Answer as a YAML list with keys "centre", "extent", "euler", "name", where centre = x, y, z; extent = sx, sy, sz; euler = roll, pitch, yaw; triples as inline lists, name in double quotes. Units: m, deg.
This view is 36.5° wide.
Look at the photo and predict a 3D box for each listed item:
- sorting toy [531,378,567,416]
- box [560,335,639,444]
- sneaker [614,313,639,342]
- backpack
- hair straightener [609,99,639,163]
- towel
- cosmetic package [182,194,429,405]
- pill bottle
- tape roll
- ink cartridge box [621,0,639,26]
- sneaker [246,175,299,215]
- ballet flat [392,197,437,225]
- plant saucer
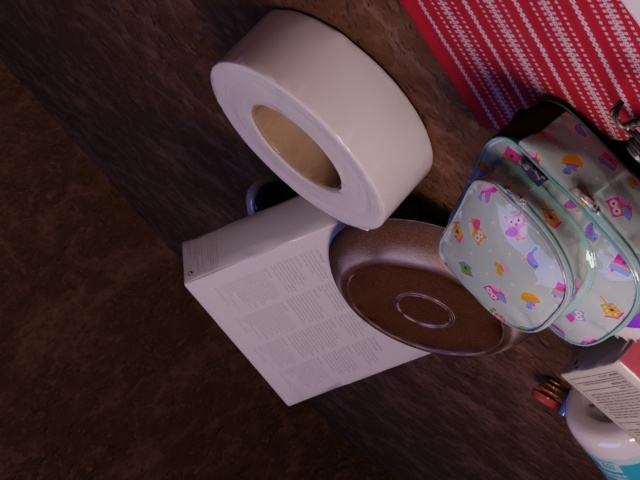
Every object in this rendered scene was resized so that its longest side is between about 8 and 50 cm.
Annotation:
- centre: [0.374, 0.244, 1.481]
  extent: [0.102, 0.042, 0.061]
  euler: [30, -179, -2]
  name: "sorting toy"
- centre: [0.396, 0.163, 1.006]
  extent: [0.232, 0.127, 0.148]
  euler: [41, 165, 2]
  name: "box"
- centre: [0.255, 0.001, 0.955]
  extent: [0.146, 0.102, 0.293]
  euler: [51, 163, -28]
  name: "sneaker"
- centre: [0.206, -0.001, 0.836]
  extent: [0.188, 0.144, 0.165]
  euler: [39, 147, 13]
  name: "backpack"
- centre: [0.287, -0.042, 0.771]
  extent: [0.230, 0.047, 0.089]
  euler: [32, 171, -33]
  name: "hair straightener"
- centre: [0.181, -0.165, 0.813]
  extent: [0.199, 0.031, 0.275]
  euler: [50, 163, -29]
  name: "towel"
- centre: [-0.003, 0.092, 1.530]
  extent: [0.377, 0.285, 0.097]
  euler: [58, -163, -45]
  name: "cosmetic package"
- centre: [0.422, 0.265, 1.192]
  extent: [0.264, 0.146, 0.146]
  euler: [50, 163, -27]
  name: "pill bottle"
- centre: [0.001, -0.144, 1.197]
  extent: [0.286, 0.100, 0.286]
  euler: [38, 164, 13]
  name: "tape roll"
- centre: [0.226, -0.183, 0.588]
  extent: [0.180, 0.060, 0.104]
  euler: [47, 164, -17]
  name: "ink cartridge box"
- centre: [0.000, 0.000, 1.617]
  extent: [0.147, 0.104, 0.295]
  euler: [24, 163, 45]
  name: "sneaker"
- centre: [0.108, -0.033, 1.327]
  extent: [0.173, 0.049, 0.057]
  euler: [42, 178, 3]
  name: "ballet flat"
- centre: [0.149, 0.081, 1.339]
  extent: [0.311, 0.050, 0.310]
  euler: [19, 151, 11]
  name: "plant saucer"
